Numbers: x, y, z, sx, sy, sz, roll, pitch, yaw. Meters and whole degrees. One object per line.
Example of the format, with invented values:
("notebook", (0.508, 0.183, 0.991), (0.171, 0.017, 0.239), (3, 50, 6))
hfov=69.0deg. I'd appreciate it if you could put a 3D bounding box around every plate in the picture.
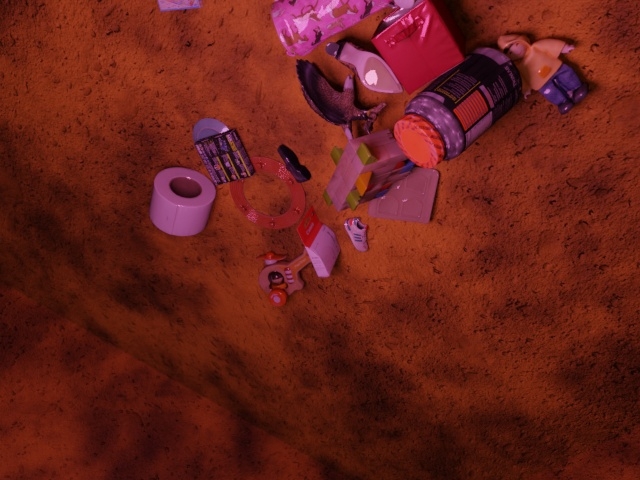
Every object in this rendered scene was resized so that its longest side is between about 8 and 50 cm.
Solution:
("plate", (-0.423, -0.389, 1.835), (0.188, 0.024, 0.188), (10, 127, 14))

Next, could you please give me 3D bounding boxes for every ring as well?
("ring", (-0.223, -0.184, 1.905), (0.337, 0.032, 0.336), (10, 128, 13))

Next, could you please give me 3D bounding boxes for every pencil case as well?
("pencil case", (0.047, -0.678, 1.323), (0.386, 0.167, 0.160), (-20, 161, 22))

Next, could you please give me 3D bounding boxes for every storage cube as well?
("storage cube", (0.281, -0.566, 1.314), (0.184, 0.215, 0.193), (-26, 118, 33))

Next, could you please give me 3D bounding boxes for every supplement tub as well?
("supplement tub", (0.382, -0.369, 1.314), (0.207, 0.338, 0.207), (46, 167, 14))

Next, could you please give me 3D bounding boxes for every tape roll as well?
("tape roll", (-0.569, -0.160, 1.918), (0.246, 0.246, 0.169), (28, 131, 0))

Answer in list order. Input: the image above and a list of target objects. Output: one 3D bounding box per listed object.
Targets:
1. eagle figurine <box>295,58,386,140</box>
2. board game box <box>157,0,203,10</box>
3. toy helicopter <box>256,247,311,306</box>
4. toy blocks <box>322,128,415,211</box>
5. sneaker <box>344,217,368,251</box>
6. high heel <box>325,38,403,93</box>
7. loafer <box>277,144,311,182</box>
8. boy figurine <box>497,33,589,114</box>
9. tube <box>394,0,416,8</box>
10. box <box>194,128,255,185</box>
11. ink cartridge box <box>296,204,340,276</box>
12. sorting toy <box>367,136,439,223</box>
("eagle figurine", (0.047, -0.453, 1.505), (0.298, 0.225, 0.226), (17, 146, -5))
("board game box", (-0.471, -0.818, 1.532), (0.154, 0.026, 0.103), (5, 126, 18))
("toy helicopter", (-0.140, 0.112, 2.056), (0.355, 0.140, 0.235), (-38, 97, 26))
("toy blocks", (0.183, -0.235, 1.518), (0.190, 0.261, 0.381), (63, 157, 16))
("sneaker", (0.161, -0.023, 1.858), (0.075, 0.057, 0.161), (-16, 115, 36))
("high heel", (0.146, -0.526, 1.404), (0.261, 0.186, 0.093), (32, 116, 1))
("loafer", (-0.112, -0.285, 1.769), (0.061, 0.062, 0.170), (-24, 112, 39))
("boy figurine", (0.623, -0.491, 1.313), (0.285, 0.092, 0.177), (36, 132, -11))
("tube", (0.271, -0.711, 1.215), (0.062, 0.240, 0.070), (19, 159, 42))
("box", (-0.375, -0.321, 1.820), (0.184, 0.045, 0.190), (-11, 118, 25))
("ink cartridge box", (0.000, 0.000, 1.852), (0.066, 0.189, 0.232), (-5, 122, 24))
("sorting toy", (0.300, -0.215, 1.669), (0.229, 0.041, 0.307), (9, 118, 7))
